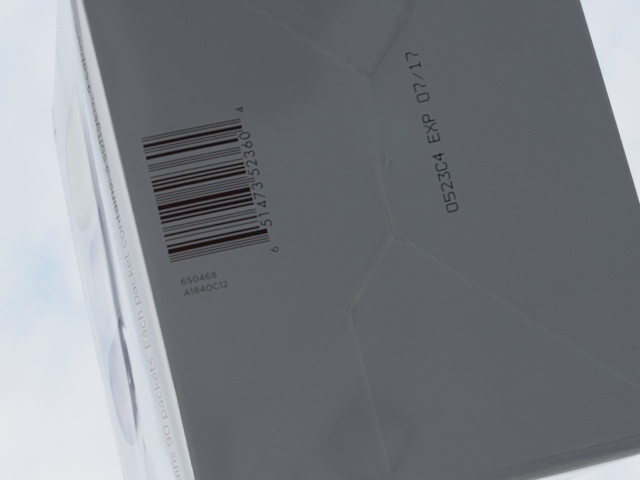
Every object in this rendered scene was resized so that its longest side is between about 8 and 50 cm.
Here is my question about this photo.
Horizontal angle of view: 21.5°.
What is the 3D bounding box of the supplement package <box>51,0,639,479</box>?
[{"bbox_3d":[0.000,0.000,0.562,0.149,0.203,0.194,-11,-102,-12],"label":"supplement package"}]
